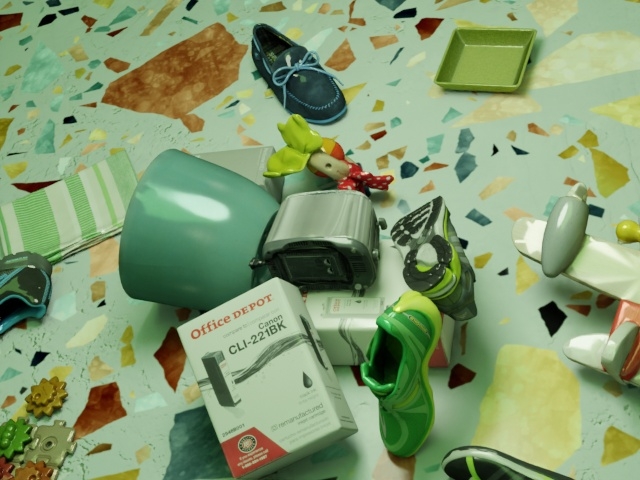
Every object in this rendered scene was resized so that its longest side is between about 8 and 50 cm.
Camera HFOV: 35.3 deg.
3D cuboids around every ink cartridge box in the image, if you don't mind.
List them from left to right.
[{"bbox_3d":[-0.088,0.225,1.644,0.197,0.114,0.273,-28,70,9],"label":"ink cartridge box"},{"bbox_3d":[0.092,0.109,1.774,0.283,0.117,0.207,-1,50,17],"label":"ink cartridge box"}]

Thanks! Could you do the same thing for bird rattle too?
[{"bbox_3d":[0.021,-0.163,2.006,0.253,0.143,0.207,19,17,-9],"label":"bird rattle"}]

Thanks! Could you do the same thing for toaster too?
[{"bbox_3d":[0.000,0.000,1.735,0.227,0.129,0.146,-3,44,20],"label":"toaster"}]

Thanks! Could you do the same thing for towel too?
[{"bbox_3d":[-0.544,-0.062,2.191,0.324,0.038,0.248,-26,46,-6],"label":"towel"}]

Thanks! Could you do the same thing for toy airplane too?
[{"bbox_3d":[0.529,0.046,1.581,0.386,0.272,0.384,-16,47,4],"label":"toy airplane"}]

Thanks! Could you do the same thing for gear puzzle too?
[{"bbox_3d":[-0.529,0.382,1.786,0.175,0.044,0.339,1,50,19],"label":"gear puzzle"}]

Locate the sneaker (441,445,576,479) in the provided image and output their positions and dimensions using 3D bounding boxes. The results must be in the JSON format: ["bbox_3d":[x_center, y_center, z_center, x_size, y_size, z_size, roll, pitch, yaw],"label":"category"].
[{"bbox_3d":[0.282,0.379,1.495,0.234,0.084,0.097,12,55,27],"label":"sneaker"}]

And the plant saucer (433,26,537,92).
[{"bbox_3d":[0.359,-0.383,2.173,0.188,0.045,0.188,6,53,23],"label":"plant saucer"}]

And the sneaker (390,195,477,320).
[{"bbox_3d":[0.193,0.032,1.665,0.111,0.121,0.300,-30,25,18],"label":"sneaker"}]

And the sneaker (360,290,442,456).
[{"bbox_3d":[0.111,0.215,1.564,0.123,0.296,0.109,-21,35,-34],"label":"sneaker"}]

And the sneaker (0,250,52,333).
[{"bbox_3d":[-0.703,0.131,2.012,0.340,0.125,0.140,-20,48,1],"label":"sneaker"}]

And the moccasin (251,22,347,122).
[{"bbox_3d":[-0.072,-0.378,2.260,0.137,0.117,0.342,-37,49,-15],"label":"moccasin"}]

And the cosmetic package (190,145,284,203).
[{"bbox_3d":[-0.203,-0.111,2.078,0.238,0.107,0.127,-8,44,15],"label":"cosmetic package"}]

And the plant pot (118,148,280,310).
[{"bbox_3d":[-0.201,0.000,1.868,0.235,0.293,0.293,16,55,13],"label":"plant pot"}]
